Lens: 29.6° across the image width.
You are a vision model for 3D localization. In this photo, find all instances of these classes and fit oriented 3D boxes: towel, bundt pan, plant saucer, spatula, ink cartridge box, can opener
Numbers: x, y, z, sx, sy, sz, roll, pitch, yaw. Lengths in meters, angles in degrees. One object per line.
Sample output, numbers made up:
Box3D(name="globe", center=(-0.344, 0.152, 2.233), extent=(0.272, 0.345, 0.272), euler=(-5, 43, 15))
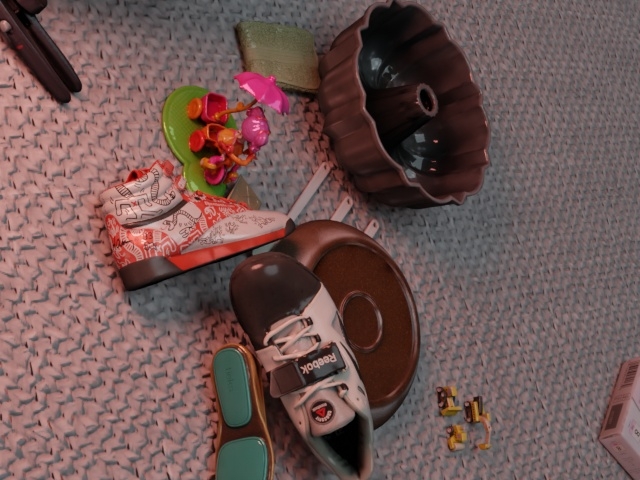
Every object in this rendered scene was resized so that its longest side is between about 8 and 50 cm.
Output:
Box3D(name="towel", center=(-0.058, -0.271, 1.787), extent=(0.148, 0.027, 0.110), euler=(0, 73, -44))
Box3D(name="bundt pan", center=(0.116, -0.195, 1.845), extent=(0.331, 0.124, 0.331), euler=(21, 60, -43))
Box3D(name="plant saucer", center=(0.043, 0.117, 1.699), extent=(0.310, 0.050, 0.310), euler=(16, 68, -42))
Box3D(name="spatula", center=(0.000, 0.000, 1.739), extent=(0.168, 0.019, 0.242), euler=(49, 47, -17))
Box3D(name="ink cartridge box", center=(0.598, 0.351, 2.155), extent=(0.232, 0.066, 0.189), euler=(45, 47, -16))
Box3D(name="can opener", center=(-0.352, -0.249, 1.473), extent=(0.059, 0.073, 0.186), euler=(-43, 118, -37))

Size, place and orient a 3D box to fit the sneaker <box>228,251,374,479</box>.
Box3D(name="sneaker", center=(-0.005, 0.165, 1.513), extent=(0.330, 0.122, 0.146), euler=(62, -1, -25))

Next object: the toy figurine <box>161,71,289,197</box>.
Box3D(name="toy figurine", center=(-0.110, -0.150, 1.591), extent=(0.130, 0.159, 0.173), euler=(13, 66, -41))

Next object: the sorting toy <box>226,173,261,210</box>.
Box3D(name="sorting toy", center=(-0.111, -0.041, 1.646), extent=(0.062, 0.012, 0.083), euler=(58, 41, -34))

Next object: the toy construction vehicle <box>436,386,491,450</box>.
Box3D(name="toy construction vehicle", center=(0.221, 0.268, 1.833), extent=(0.086, 0.035, 0.098), euler=(10, 67, -42))

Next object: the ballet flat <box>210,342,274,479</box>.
Box3D(name="ballet flat", center=(-0.090, 0.244, 1.517), extent=(0.073, 0.080, 0.232), euler=(36, 48, -67))

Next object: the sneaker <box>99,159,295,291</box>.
Box3D(name="sneaker", center=(-0.154, -0.040, 1.544), extent=(0.270, 0.090, 0.145), euler=(-19, 89, -39))
